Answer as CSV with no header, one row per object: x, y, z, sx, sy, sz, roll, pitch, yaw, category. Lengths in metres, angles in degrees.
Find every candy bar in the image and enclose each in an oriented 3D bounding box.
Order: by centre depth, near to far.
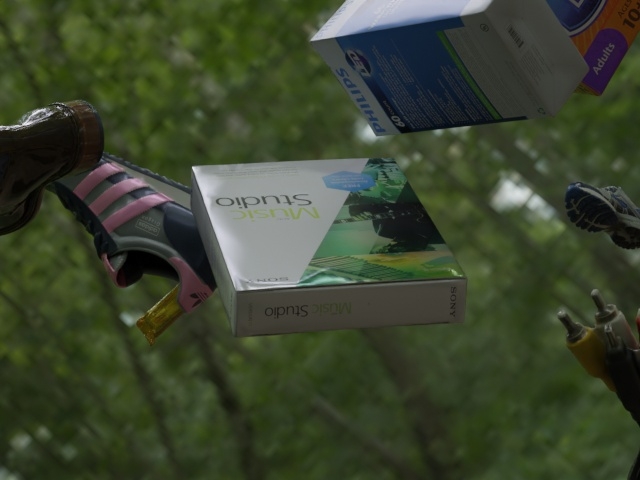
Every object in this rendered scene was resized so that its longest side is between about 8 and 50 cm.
-0.159,0.064,2.343,0.161,0.040,0.018,-41,-31,12,candy bar

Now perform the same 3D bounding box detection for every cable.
0.365,0.179,2.119,0.139,0.287,0.072,-16,26,13,cable

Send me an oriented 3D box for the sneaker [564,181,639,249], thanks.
0.331,-0.039,2.263,0.052,0.058,0.135,-31,-46,34,sneaker

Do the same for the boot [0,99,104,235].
-0.276,-0.054,1.579,0.106,0.082,0.219,-11,-15,-41,boot

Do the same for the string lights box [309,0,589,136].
0.123,-0.183,1.921,0.076,0.260,0.133,-51,-61,-28,string lights box

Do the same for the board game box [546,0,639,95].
0.242,-0.436,2.499,0.356,0.357,0.356,-59,19,-2,board game box

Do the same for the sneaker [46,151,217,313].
-0.242,-0.021,2.272,0.131,0.319,0.112,-60,-28,-15,sneaker

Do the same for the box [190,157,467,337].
0.000,0.000,2.002,0.232,0.322,0.058,-3,-64,-11,box
